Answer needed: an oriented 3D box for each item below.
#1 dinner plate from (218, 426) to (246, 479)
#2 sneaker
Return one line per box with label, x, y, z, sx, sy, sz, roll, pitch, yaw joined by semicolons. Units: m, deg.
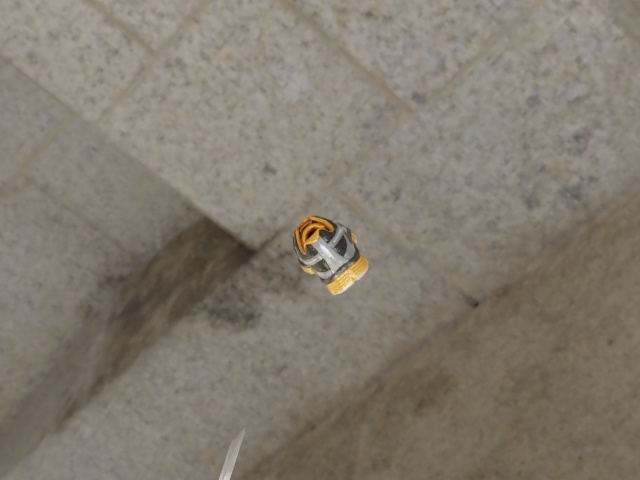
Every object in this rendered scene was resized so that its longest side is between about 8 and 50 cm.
dinner plate;-0.137;0.339;1.561;0.141;0.017;0.141;-161;90;-88
sneaker;0.000;0.000;1.413;0.084;0.083;0.215;-44;19;-3
